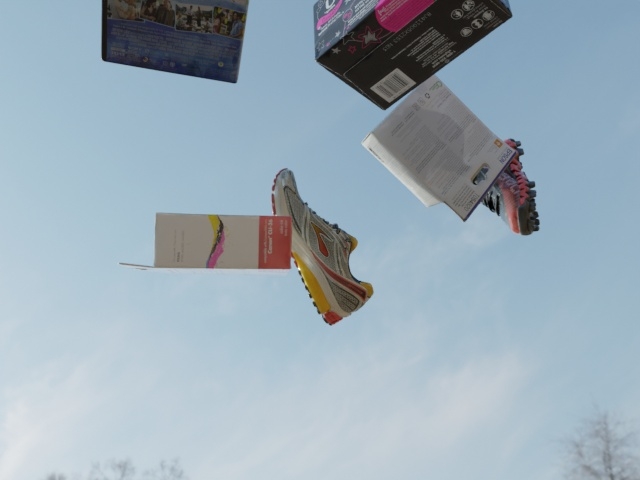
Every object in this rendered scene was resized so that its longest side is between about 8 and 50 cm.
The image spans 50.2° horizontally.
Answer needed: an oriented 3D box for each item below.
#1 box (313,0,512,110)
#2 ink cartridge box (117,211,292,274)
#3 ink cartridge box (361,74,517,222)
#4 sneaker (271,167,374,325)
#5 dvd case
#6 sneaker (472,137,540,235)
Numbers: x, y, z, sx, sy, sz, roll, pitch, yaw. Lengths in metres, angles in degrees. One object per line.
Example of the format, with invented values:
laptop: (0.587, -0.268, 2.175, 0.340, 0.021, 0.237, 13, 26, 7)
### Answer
box: (0.129, -0.342, 1.016, 0.163, 0.142, 0.247, 27, -43, -35)
ink cartridge box: (-0.136, 0.006, 0.831, 0.198, 0.067, 0.115, 1, -7, -6)
ink cartridge box: (0.217, -0.164, 1.223, 0.223, 0.224, 0.045, -46, 0, -34)
sneaker: (0.000, 0.000, 0.955, 0.092, 0.225, 0.088, -27, 1, 3)
dvd case: (-0.174, -0.323, 0.835, 0.180, 0.022, 0.253, 8, -52, -9)
sneaker: (0.347, -0.098, 1.336, 0.135, 0.276, 0.098, -10, -52, 10)
